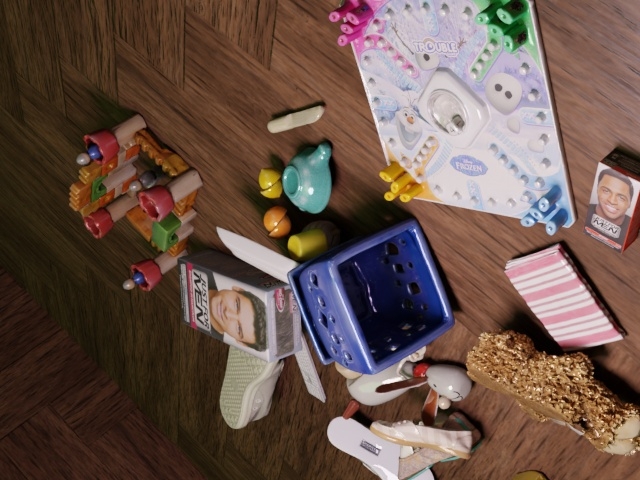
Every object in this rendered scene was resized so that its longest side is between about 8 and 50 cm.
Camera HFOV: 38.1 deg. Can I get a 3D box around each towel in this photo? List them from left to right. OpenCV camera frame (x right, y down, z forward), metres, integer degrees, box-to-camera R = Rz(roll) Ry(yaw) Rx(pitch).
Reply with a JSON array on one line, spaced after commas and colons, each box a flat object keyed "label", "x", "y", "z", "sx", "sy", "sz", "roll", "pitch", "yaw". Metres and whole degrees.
[{"label": "towel", "x": 0.412, "y": 0.100, "z": 1.564, "sx": 0.197, "sy": 0.029, "sz": 0.144, "roll": 53, "pitch": 151, "yaw": -6}]

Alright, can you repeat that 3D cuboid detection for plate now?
[{"label": "plate", "x": -0.066, "y": 0.071, "z": 2.016, "sx": 0.278, "sy": 0.045, "sz": 0.277, "roll": 23, "pitch": 173, "yaw": 44}]

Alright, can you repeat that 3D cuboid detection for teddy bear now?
[{"label": "teddy bear", "x": 0.427, "y": 0.262, "z": 1.639, "sx": 0.338, "sy": 0.113, "sz": 0.245, "roll": 22, "pitch": 160, "yaw": 38}]

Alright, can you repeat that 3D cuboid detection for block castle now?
[{"label": "block castle", "x": -0.496, "y": -0.087, "z": 2.427, "sx": 0.303, "sy": 0.213, "sz": 0.453, "roll": 45, "pitch": 150, "yaw": 13}]

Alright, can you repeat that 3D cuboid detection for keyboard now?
[{"label": "keyboard", "x": -0.042, "y": 0.317, "z": 2.427, "sx": 0.072, "sy": 0.014, "sz": 0.256, "roll": 18, "pitch": 135, "yaw": 45}]

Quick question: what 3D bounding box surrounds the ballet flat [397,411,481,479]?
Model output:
[{"label": "ballet flat", "x": 0.249, "y": 0.459, "z": 2.102, "sx": 0.106, "sy": 0.107, "sz": 0.316, "roll": 53, "pitch": 140, "yaw": 6}]

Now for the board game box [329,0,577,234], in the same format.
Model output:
[{"label": "board game box", "x": 0.205, "y": -0.206, "z": 1.500, "sx": 0.390, "sy": 0.050, "sz": 0.390, "roll": 15, "pitch": 134, "yaw": 47}]

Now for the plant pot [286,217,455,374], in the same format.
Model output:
[{"label": "plant pot", "x": 0.082, "y": 0.109, "z": 1.789, "sx": 0.212, "sy": 0.236, "sz": 0.236, "roll": -10, "pitch": 104, "yaw": 56}]

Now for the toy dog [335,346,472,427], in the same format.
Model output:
[{"label": "toy dog", "x": 0.155, "y": 0.325, "z": 1.992, "sx": 0.220, "sy": 0.161, "sz": 0.333, "roll": 32, "pitch": 157, "yaw": -15}]

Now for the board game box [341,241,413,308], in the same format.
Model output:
[{"label": "board game box", "x": 0.118, "y": 0.090, "z": 1.955, "sx": 0.186, "sy": 0.026, "sz": 0.126, "roll": 28, "pitch": 142, "yaw": 35}]

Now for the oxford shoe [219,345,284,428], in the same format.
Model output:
[{"label": "oxford shoe", "x": -0.166, "y": 0.341, "z": 2.526, "sx": 0.169, "sy": 0.130, "sz": 0.449, "roll": 52, "pitch": 139, "yaw": 34}]

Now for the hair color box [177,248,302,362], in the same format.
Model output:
[{"label": "hair color box", "x": -0.209, "y": 0.157, "z": 2.338, "sx": 0.374, "sy": 0.113, "sz": 0.185, "roll": 16, "pitch": 115, "yaw": 45}]

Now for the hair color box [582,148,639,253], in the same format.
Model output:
[{"label": "hair color box", "x": 0.433, "y": -0.056, "z": 1.350, "sx": 0.072, "sy": 0.043, "sz": 0.141, "roll": 33, "pitch": 144, "yaw": 31}]

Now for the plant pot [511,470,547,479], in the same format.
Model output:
[{"label": "plant pot", "x": 0.440, "y": 0.528, "z": 1.927, "sx": 0.081, "sy": 0.081, "sz": 0.083, "roll": 49, "pitch": 139, "yaw": 6}]

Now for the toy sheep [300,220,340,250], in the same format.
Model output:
[{"label": "toy sheep", "x": 0.000, "y": 0.000, "z": 1.965, "sx": 0.132, "sy": 0.091, "sz": 0.091, "roll": -19, "pitch": 106, "yaw": 45}]

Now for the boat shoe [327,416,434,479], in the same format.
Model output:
[{"label": "boat shoe", "x": 0.155, "y": 0.541, "z": 2.318, "sx": 0.301, "sy": 0.108, "sz": 0.102, "roll": 28, "pitch": 176, "yaw": 16}]

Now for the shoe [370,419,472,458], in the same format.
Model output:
[{"label": "shoe", "x": 0.214, "y": 0.407, "z": 1.956, "sx": 0.219, "sy": 0.058, "sz": 0.076, "roll": 12, "pitch": 179, "yaw": 9}]

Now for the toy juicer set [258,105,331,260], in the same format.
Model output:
[{"label": "toy juicer set", "x": -0.043, "y": -0.134, "z": 1.894, "sx": 0.209, "sy": 0.089, "sz": 0.329, "roll": 31, "pitch": 121, "yaw": 51}]
